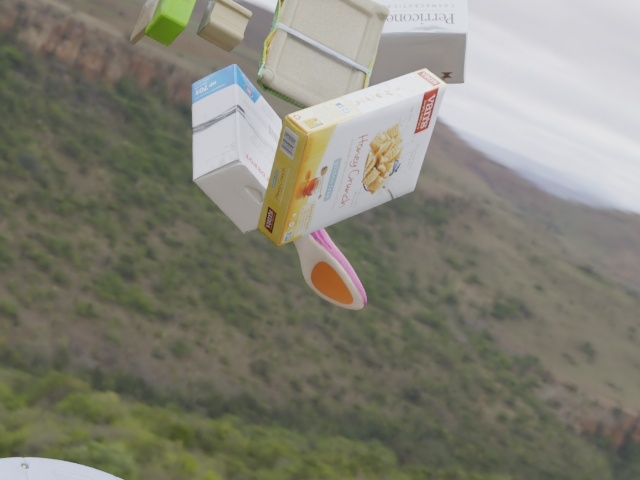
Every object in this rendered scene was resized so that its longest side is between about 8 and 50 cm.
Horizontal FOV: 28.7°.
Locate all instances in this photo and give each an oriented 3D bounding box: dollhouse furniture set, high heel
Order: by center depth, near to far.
[{"bbox_3d":[-0.081,-0.276,1.660,0.301,0.197,0.151,26,-22,-23],"label":"dollhouse furniture set"},{"bbox_3d":[0.000,0.000,1.934,0.244,0.082,0.117,41,40,10],"label":"high heel"}]

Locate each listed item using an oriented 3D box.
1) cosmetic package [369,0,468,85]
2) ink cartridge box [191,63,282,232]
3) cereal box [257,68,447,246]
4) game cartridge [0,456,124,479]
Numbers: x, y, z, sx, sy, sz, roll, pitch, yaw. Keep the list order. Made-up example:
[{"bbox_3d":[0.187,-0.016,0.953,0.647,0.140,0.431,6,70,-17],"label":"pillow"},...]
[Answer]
[{"bbox_3d":[0.117,-0.482,2.022,0.230,0.453,0.161,-1,-23,3],"label":"cosmetic package"},{"bbox_3d":[-0.113,-0.129,1.765,0.139,0.082,0.190,49,28,-44],"label":"ink cartridge box"},{"bbox_3d":[0.040,-0.102,1.516,0.240,0.173,0.047,-23,52,-37],"label":"cereal box"},{"bbox_3d":[-0.401,0.445,2.014,0.294,0.060,0.196,21,36,-34],"label":"game cartridge"}]
